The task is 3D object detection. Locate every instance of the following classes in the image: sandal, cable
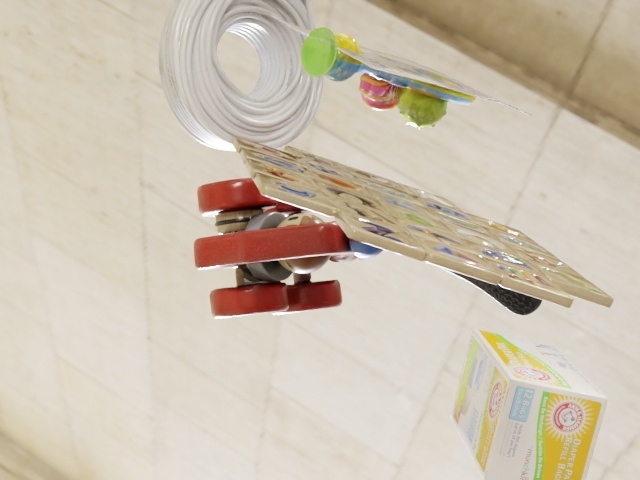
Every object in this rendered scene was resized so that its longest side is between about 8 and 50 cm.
[{"bbox_3d":[0.192,0.022,1.432,0.067,0.179,0.040,-49,3,31],"label":"sandal"},{"bbox_3d":[-0.108,-0.248,1.640,0.257,0.089,0.257,-23,-75,-38],"label":"cable"}]

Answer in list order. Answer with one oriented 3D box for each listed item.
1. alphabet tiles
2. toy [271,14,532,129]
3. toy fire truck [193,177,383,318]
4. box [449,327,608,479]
[{"bbox_3d":[0.071,-0.020,0.979,0.342,0.285,0.011,-124,52,-73],"label":"alphabet tiles"},{"bbox_3d":[0.071,-0.140,1.089,0.237,0.137,0.056,12,-73,-48],"label":"toy"},{"bbox_3d":[0.000,0.000,1.488,0.302,0.254,0.169,0,-98,-58],"label":"toy fire truck"},{"bbox_3d":[0.215,0.178,1.262,0.203,0.103,0.114,-109,31,-79],"label":"box"}]
